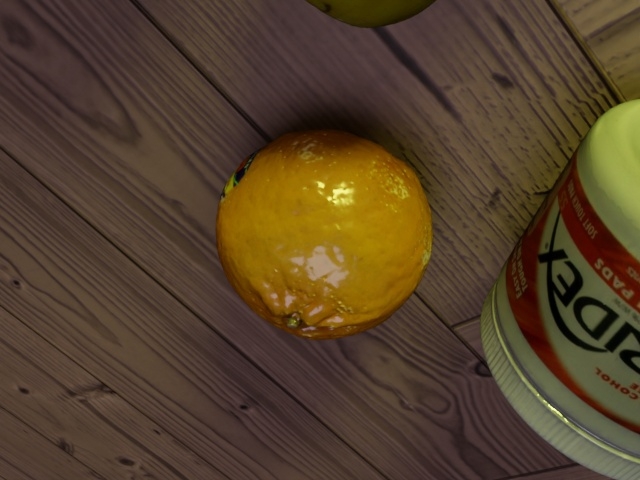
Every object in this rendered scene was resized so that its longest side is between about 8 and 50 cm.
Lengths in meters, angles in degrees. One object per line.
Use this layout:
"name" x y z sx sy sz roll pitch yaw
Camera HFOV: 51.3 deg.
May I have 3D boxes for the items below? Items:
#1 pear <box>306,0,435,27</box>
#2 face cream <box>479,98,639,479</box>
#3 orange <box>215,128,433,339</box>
"pear" 0.028 -0.203 0.354 0.149 0.149 0.162 21 127 1
"face cream" 0.235 0.033 0.449 0.201 0.201 0.187 20 134 2
"orange" 0.001 -0.003 0.541 0.177 0.155 0.177 4 121 6
